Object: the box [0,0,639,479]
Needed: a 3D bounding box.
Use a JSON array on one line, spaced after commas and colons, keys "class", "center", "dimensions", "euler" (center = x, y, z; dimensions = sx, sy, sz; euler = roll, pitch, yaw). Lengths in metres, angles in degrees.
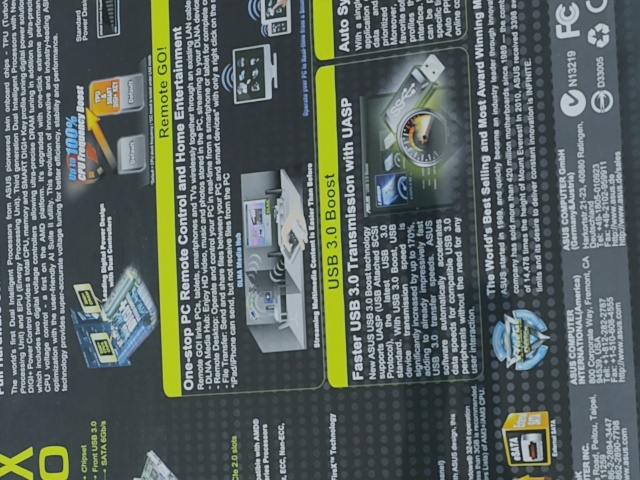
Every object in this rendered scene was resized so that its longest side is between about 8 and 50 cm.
[{"class": "box", "center": [0.000, 0.000, 0.524], "dimensions": [0.216, 0.060, 0.270], "euler": [-6, 83, 29]}]
